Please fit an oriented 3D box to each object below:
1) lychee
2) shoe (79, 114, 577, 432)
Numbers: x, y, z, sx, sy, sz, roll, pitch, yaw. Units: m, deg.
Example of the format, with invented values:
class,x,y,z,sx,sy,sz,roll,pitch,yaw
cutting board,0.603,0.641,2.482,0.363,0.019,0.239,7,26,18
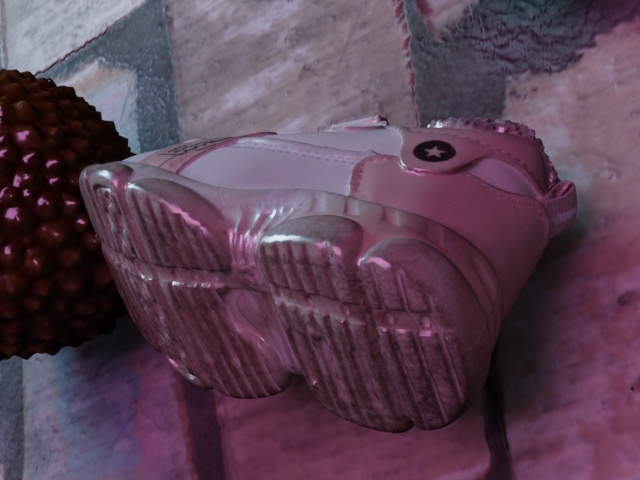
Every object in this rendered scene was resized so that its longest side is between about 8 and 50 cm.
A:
class,x,y,z,sx,sy,sz,roll,pitch,yaw
lychee,-0.260,-0.014,0.921,0.268,0.267,0.267,-12,70,36
shoe,0.000,0.002,0.747,0.351,0.198,0.171,17,131,39
